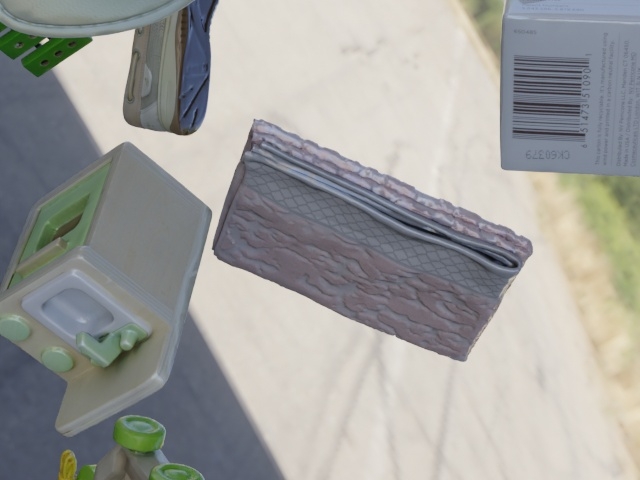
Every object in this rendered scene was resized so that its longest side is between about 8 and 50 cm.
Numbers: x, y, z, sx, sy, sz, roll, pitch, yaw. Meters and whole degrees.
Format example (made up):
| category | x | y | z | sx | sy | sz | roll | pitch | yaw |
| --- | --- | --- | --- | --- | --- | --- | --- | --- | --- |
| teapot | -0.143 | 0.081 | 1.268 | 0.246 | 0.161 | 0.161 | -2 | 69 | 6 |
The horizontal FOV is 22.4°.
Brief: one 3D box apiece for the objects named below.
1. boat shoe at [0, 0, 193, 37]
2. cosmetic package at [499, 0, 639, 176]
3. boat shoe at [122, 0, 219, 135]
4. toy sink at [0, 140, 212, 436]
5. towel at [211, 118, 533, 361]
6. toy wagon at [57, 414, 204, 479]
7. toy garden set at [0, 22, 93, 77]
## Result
| category | x | y | z | sx | sy | sz | roll | pitch | yaw |
| --- | --- | --- | --- | --- | --- | --- | --- | --- | --- |
| boat shoe | -0.132 | -0.271 | 1.409 | 0.127 | 0.340 | 0.113 | 61 | -8 | -12 |
| cosmetic package | 0.235 | -0.165 | 1.380 | 0.183 | 0.152 | 0.151 | -74 | 164 | -52 |
| boat shoe | -0.178 | -0.276 | 1.886 | 0.109 | 0.098 | 0.302 | -12 | 110 | -65 |
| toy sink | -0.220 | 0.044 | 1.554 | 0.131 | 0.153 | 0.234 | 40 | 40 | -27 |
| towel | 0.047 | 0.014 | 1.801 | 0.332 | 0.053 | 0.317 | 24 | -24 | 1 |
| toy wagon | -0.207 | 0.327 | 1.749 | 0.068 | 0.267 | 0.344 | 5 | 17 | -27 |
| toy garden set | -0.411 | -0.361 | 2.393 | 0.244 | 0.204 | 0.049 | 39 | 22 | -59 |
